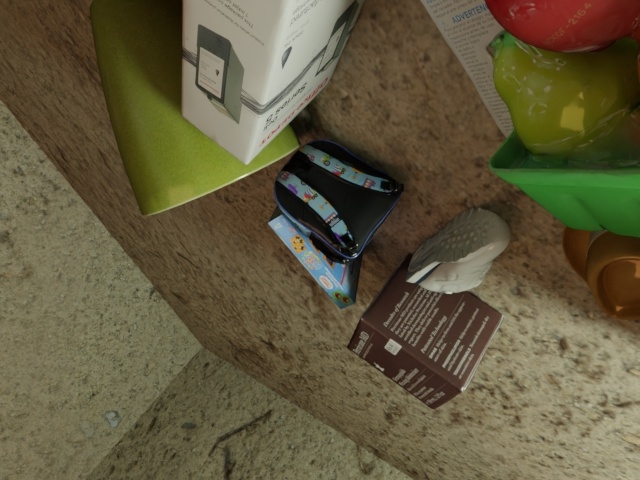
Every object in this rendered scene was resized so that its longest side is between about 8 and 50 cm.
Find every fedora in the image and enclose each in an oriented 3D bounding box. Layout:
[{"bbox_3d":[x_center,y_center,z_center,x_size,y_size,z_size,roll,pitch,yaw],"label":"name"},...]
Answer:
[{"bbox_3d":[0.366,0.035,0.543,0.194,0.079,0.194,30,152,18],"label":"fedora"}]

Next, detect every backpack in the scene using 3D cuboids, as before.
[{"bbox_3d":[0.018,-0.064,0.746,0.173,0.158,0.117,35,169,5],"label":"backpack"}]

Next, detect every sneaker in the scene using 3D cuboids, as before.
[{"bbox_3d":[0.223,0.026,0.723,0.095,0.090,0.235,29,157,-6],"label":"sneaker"}]

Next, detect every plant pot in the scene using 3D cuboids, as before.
[{"bbox_3d":[-0.213,-0.228,0.720,0.275,0.275,0.293,-2,117,52],"label":"plant pot"}]

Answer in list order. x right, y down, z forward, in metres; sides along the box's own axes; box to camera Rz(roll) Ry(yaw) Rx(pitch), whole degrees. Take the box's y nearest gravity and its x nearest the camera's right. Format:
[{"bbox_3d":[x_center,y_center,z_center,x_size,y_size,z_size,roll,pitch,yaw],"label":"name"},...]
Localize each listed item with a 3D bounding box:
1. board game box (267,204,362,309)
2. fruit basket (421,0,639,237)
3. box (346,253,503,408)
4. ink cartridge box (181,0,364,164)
[{"bbox_3d":[0.000,0.000,0.872,0.039,0.160,0.211,-28,112,25],"label":"board game box"},{"bbox_3d":[0.215,-0.157,0.323,0.353,0.165,0.327,53,166,-21],"label":"fruit basket"},{"bbox_3d":[0.186,0.171,0.873,0.203,0.167,0.168,33,152,13],"label":"box"},{"bbox_3d":[-0.046,-0.241,0.517,0.115,0.198,0.273,38,153,1],"label":"ink cartridge box"}]
